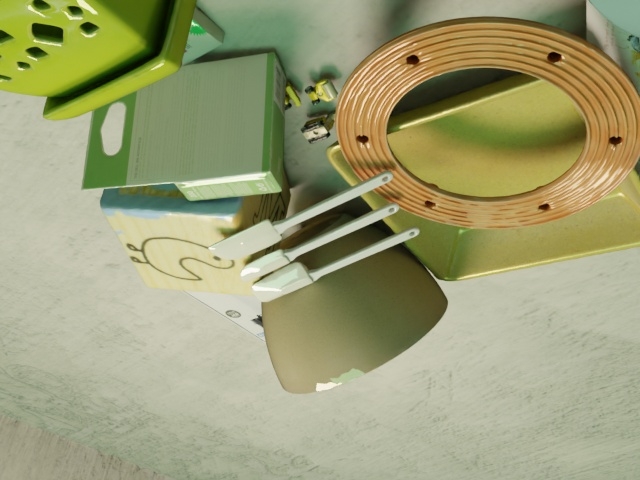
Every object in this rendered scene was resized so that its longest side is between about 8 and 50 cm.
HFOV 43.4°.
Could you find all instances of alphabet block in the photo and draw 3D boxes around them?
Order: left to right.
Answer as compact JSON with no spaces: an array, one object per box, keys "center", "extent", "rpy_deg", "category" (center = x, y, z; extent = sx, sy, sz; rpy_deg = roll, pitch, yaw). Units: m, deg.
[{"center":[-0.159,-0.058,1.099],"extent":[0.192,0.194,0.197],"rpy_deg":[4,146,13],"category":"alphabet block"}]

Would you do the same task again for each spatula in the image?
[{"center":[0.000,0.000,1.025],"extent":[0.242,0.019,0.168],"rpy_deg":[-25,139,9],"category":"spatula"}]

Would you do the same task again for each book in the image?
[{"center":[-0.201,-0.247,0.978],"extent":[0.144,0.035,0.096],"rpy_deg":[-19,141,36],"category":"book"}]

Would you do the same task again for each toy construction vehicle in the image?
[{"center":[-0.011,-0.173,1.031],"extent":[0.098,0.035,0.086],"rpy_deg":[-17,126,33],"category":"toy construction vehicle"}]

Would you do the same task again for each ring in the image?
[{"center":[0.183,-0.121,0.899],"extent":[0.336,0.032,0.337],"rpy_deg":[8,147,5],"category":"ring"}]

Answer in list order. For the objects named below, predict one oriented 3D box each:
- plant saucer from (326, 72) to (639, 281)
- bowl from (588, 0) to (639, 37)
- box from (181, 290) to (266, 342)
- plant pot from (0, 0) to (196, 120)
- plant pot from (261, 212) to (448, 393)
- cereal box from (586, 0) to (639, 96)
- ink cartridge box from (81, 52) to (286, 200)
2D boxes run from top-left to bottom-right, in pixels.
[{"center":[0.230,-0.086,1.035],"extent":[0.332,0.081,0.333],"rpy_deg":[-14,140,33],"category":"plant saucer"},{"center":[0.282,-0.270,0.588],"extent":[0.311,0.312,0.163],"rpy_deg":[29,162,-25],"category":"bowl"},{"center":[-0.131,0.060,1.362],"extent":[0.169,0.087,0.290],"rpy_deg":[-19,136,38],"category":"box"},{"center":[-0.252,-0.262,0.803],"extent":[0.227,0.228,0.207],"rpy_deg":[-15,146,35],"category":"plant pot"},{"center":[0.023,0.071,1.207],"extent":[0.284,0.284,0.191],"rpy_deg":[-20,103,39],"category":"plant pot"},{"center":[0.369,-0.171,0.779],"extent":[0.240,0.047,0.173],"rpy_deg":[35,161,35],"category":"cereal box"},{"center":[-0.163,-0.133,0.978],"extent":[0.235,0.171,0.056],"rpy_deg":[-5,156,13],"category":"ink cartridge box"}]
